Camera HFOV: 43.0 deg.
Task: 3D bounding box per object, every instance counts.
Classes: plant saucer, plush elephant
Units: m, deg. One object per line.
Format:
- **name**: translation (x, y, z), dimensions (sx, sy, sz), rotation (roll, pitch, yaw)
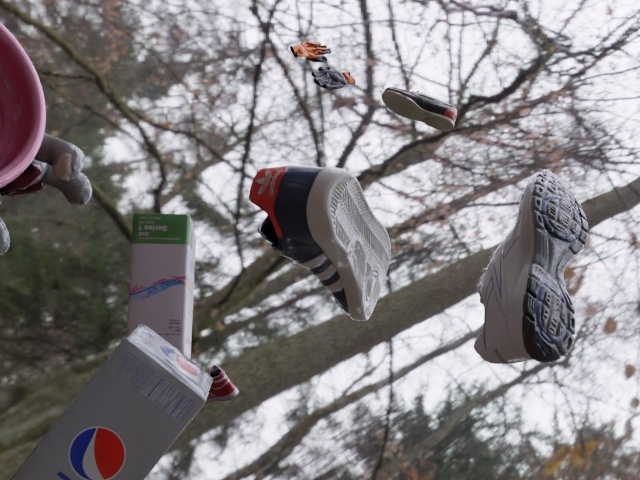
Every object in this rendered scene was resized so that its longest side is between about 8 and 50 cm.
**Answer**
- **plant saucer**: translation (-0.558, -0.205, 1.141), dimensions (0.084, 0.332, 0.332), rotation (-25, -94, 40)
- **plush elephant**: translation (-0.613, -0.099, 1.478), dimensions (0.330, 0.255, 0.272), rotation (31, -15, -12)

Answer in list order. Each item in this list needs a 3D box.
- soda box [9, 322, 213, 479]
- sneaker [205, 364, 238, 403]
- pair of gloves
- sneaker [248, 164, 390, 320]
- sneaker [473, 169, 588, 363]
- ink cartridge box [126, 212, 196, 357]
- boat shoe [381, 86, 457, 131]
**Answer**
- **soda box**: translation (-0.219, 0.215, 0.720), dimensions (0.091, 0.098, 0.286), rotation (39, -92, -5)
- **sneaker**: translation (-0.218, 0.278, 1.564), dimensions (0.118, 0.042, 0.067), rotation (-16, -67, 33)
- **pair of gloves**: translation (0.002, -0.234, 1.085), dimensions (0.083, 0.074, 0.010), rotation (56, -46, 15)
- **sneaker**: translation (0.000, 0.000, 1.161), dimensions (0.148, 0.131, 0.350), rotation (12, -28, 22)
- **sneaker**: translation (0.262, 0.029, 1.059), dimensions (0.111, 0.297, 0.129), rotation (37, -36, -20)
- **ink cartridge box**: translation (-0.321, 0.101, 1.657), dimensions (0.201, 0.117, 0.278), rotation (114, -23, -77)
- **boat shoe**: translation (0.168, -0.230, 1.374), dimensions (0.137, 0.043, 0.049), rotation (21, -27, -8)
